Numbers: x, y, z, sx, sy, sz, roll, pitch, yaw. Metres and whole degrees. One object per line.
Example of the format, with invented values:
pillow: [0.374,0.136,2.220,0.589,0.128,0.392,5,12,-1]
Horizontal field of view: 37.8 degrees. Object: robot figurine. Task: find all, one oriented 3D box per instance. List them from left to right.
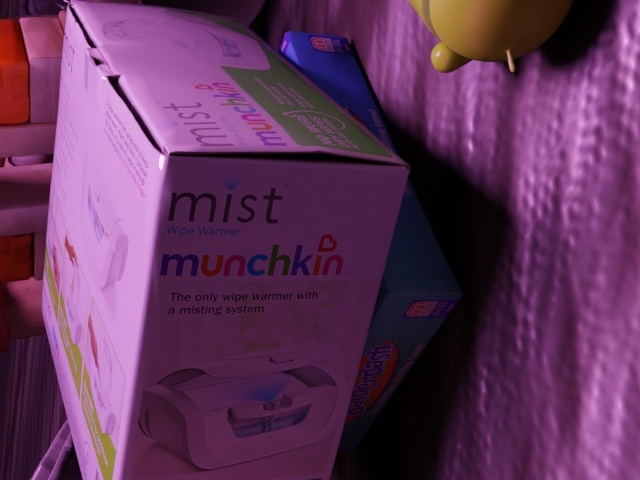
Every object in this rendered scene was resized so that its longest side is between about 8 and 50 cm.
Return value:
robot figurine: [0.068,-0.124,0.412,0.115,0.067,0.101,-114,29,-43]

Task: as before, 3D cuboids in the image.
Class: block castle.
block castle: [-0.290,-0.136,0.763,0.453,0.213,0.303,105,147,-41]

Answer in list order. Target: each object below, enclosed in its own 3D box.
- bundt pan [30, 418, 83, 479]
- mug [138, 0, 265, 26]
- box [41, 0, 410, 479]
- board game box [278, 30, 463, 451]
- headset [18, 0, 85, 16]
bundt pan: [-0.273,0.341,0.955,0.331,0.124,0.331,-56,13,20]
mug: [-0.115,-0.248,0.756,0.150,0.113,0.169,-51,41,2]
box: [-0.083,0.006,0.547,0.262,0.127,0.231,-130,47,-55]
board game box: [0.000,0.000,0.577,0.160,0.047,0.210,116,145,-42]
headset: [-0.268,-0.232,1.118,0.394,0.185,0.243,69,155,10]
